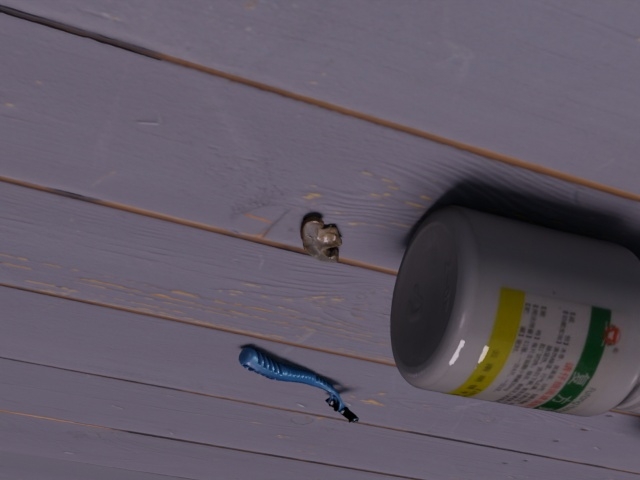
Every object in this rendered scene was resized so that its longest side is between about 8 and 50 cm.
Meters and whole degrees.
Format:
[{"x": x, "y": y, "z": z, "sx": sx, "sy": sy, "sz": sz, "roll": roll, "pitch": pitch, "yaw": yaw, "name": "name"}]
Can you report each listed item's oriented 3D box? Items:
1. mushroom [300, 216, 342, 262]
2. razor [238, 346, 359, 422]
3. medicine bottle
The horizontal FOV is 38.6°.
[{"x": 0.000, "y": 0.000, "z": 1.098, "sx": 0.049, "sy": 0.019, "sz": 0.101, "roll": -6, "pitch": 150, "yaw": 15, "name": "mushroom"}, {"x": -0.036, "y": 0.228, "z": 1.485, "sx": 0.253, "sy": 0.042, "sz": 0.082, "roll": 32, "pitch": 180, "yaw": -38, "name": "razor"}, {"x": 0.271, "y": 0.093, "z": 1.048, "sx": 0.340, "sy": 0.208, "sz": 0.208, "roll": 12, "pitch": 149, "yaw": -16, "name": "medicine bottle"}]
